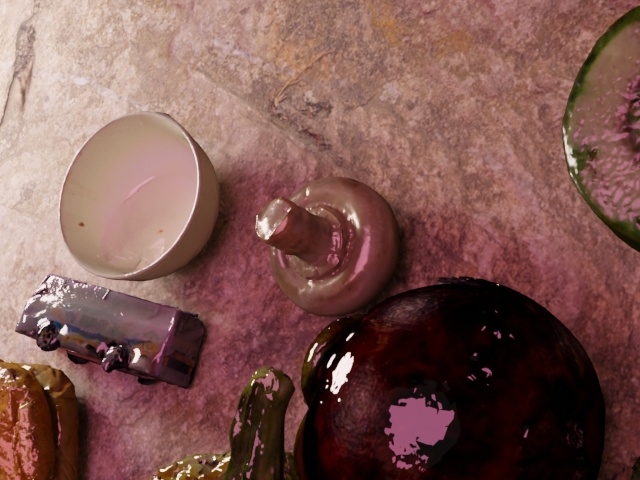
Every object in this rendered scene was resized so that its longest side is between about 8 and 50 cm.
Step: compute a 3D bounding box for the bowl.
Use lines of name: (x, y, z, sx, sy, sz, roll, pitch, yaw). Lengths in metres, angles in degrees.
bowl: (-0.272, -0.056, 1.824, 0.277, 0.145, 0.277, -9, 69, 25)

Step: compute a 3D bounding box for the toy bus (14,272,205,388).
toy bus: (-0.342, 0.144, 1.825, 0.317, 0.112, 0.138, 14, 78, 29)

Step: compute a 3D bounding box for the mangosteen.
mangosteen: (0.159, 0.229, 1.407, 0.381, 0.421, 0.381, 0, 93, -9)

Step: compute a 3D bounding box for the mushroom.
mushroom: (0.014, -0.006, 1.635, 0.206, 0.209, 0.206, -9, 48, 10)

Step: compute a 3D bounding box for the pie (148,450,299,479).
pie: (-0.106, 0.494, 1.536, 0.395, 0.180, 0.418, -20, 60, 24)

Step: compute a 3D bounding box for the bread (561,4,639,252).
bread: (0.500, -0.142, 1.447, 0.366, 0.129, 0.382, -14, 70, 24)

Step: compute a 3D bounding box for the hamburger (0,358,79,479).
hamburger: (-0.533, 0.339, 1.836, 0.319, 0.158, 0.318, -8, 72, 25)

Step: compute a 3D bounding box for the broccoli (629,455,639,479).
broccoli: (0.488, 0.331, 1.251, 0.304, 0.321, 0.283, 12, 119, 20)

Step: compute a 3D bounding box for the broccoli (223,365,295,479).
broccoli: (-0.095, 0.302, 1.397, 0.165, 0.145, 0.304, 16, 92, 22)
